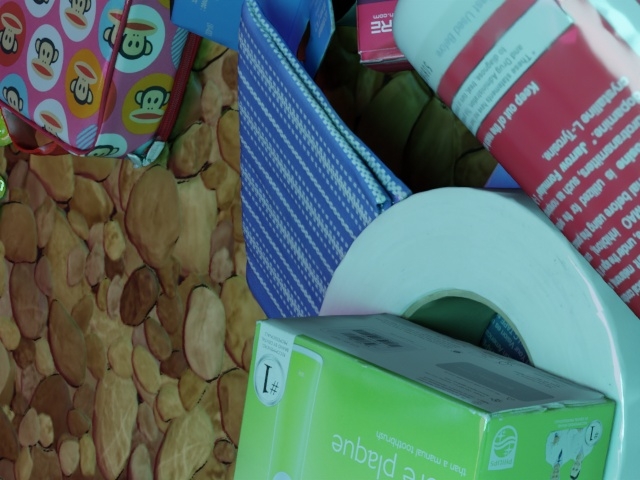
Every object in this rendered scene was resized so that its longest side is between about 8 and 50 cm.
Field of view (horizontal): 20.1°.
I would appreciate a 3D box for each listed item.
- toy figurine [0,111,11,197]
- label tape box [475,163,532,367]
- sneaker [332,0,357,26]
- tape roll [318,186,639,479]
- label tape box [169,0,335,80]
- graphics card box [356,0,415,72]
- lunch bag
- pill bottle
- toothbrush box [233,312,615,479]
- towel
[{"bbox_3d":[-0.451,-0.197,1.961,0.217,0.191,0.362,30,110,50],"label":"toy figurine"},{"bbox_3d":[0.169,0.126,1.309,0.249,0.115,0.347,51,127,35],"label":"label tape box"},{"bbox_3d":[0.084,-0.255,1.404,0.083,0.118,0.222,39,117,42],"label":"sneaker"},{"bbox_3d":[0.121,0.106,1.204,0.286,0.100,0.286,1,91,47],"label":"tape roll"},{"bbox_3d":[-0.066,-0.278,1.476,0.240,0.106,0.333,117,152,-70],"label":"label tape box"},{"bbox_3d":[0.137,-0.316,1.301,0.233,0.094,0.370,-5,86,21],"label":"graphics card box"},{"bbox_3d":[-0.246,-0.201,1.771,0.293,0.120,0.258,36,116,42],"label":"lunch bag"},{"bbox_3d":[0.251,-0.051,1.048,0.407,0.229,0.229,49,128,7],"label":"pill bottle"},{"bbox_3d":[0.047,0.207,1.125,0.206,0.122,0.283,21,107,46],"label":"toothbrush box"},{"bbox_3d":[0.000,0.000,1.445,0.243,0.040,0.336,55,157,35],"label":"towel"}]
